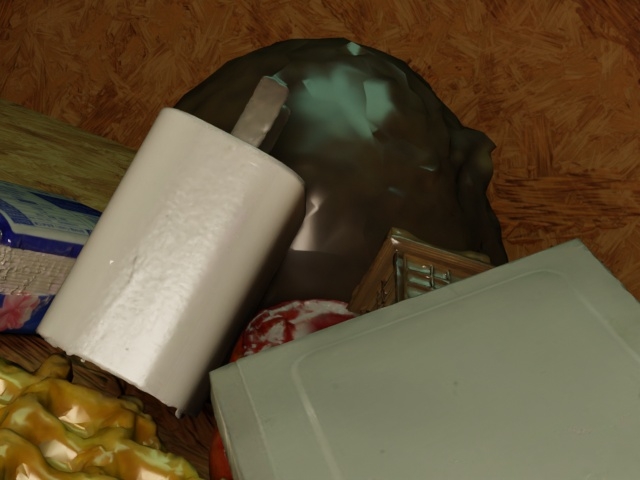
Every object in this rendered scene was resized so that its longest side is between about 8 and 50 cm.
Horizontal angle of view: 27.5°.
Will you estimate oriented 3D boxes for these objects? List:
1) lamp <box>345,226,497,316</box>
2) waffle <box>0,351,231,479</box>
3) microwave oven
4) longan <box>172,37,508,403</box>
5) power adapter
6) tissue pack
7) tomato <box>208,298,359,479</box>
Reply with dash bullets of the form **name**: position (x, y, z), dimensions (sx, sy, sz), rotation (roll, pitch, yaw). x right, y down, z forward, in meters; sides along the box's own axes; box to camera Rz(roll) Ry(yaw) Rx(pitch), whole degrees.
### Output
- **lamp**: position (0.070, 0.138, 0.861), dimensions (0.090, 0.089, 0.325), rotation (17, 41, -13)
- **waffle**: position (-0.209, 0.141, 0.754), dimensions (0.380, 0.095, 0.382), rotation (16, 8, -45)
- **microwave oven**: position (0.092, 0.163, 0.573), dimensions (0.238, 0.181, 0.295), rotation (-19, 26, -6)
- **longan**: position (0.000, 0.000, 1.265), dimensions (0.391, 0.391, 0.391), rotation (18, 7, -2)
- **power adapter**: position (-0.092, -0.005, 0.982), dimensions (0.124, 0.255, 0.187), rotation (27, -9, 3)
- **tissue pack**: position (-0.311, 0.020, 1.335), dimensions (0.209, 0.137, 0.270), rotation (22, 4, 31)
- **tomato**: position (0.013, 0.165, 0.974), dimensions (0.200, 0.139, 0.233), rotation (18, 41, -3)
